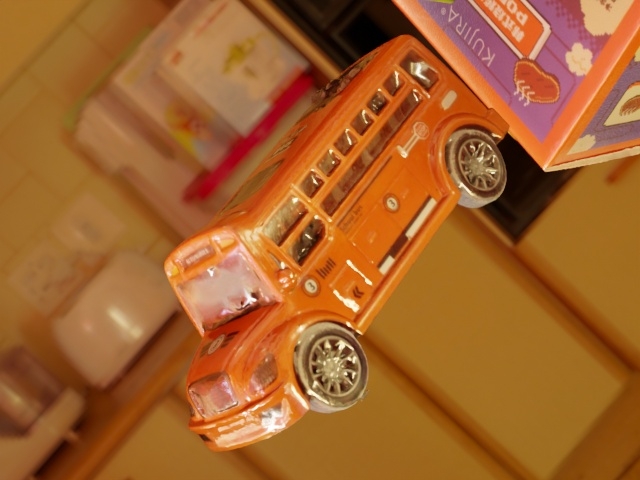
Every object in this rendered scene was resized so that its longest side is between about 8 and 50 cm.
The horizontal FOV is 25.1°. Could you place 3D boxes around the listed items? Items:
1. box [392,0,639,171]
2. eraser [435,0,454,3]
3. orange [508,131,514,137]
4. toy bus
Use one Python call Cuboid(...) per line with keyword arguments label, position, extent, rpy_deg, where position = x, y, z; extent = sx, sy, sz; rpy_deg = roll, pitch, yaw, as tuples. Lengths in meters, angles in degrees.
Cuboid(label="box", position=(0.300, -0.295, 1.576), extent=(0.319, 0.348, 0.257), rpy_deg=(-16, -33, -37))
Cuboid(label="eraser", position=(-0.029, -0.271, 1.209), extent=(0.210, 0.274, 0.092), rpy_deg=(1, -80, -72))
Cuboid(label="orange", position=(0.288, -0.192, 1.808), extent=(0.155, 0.134, 0.154), rpy_deg=(-30, -39, -27))
Cuboid(label="toy bus", position=(0.000, 0.000, 1.065), extent=(0.143, 0.153, 0.329), rpy_deg=(-26, 22, 54))
